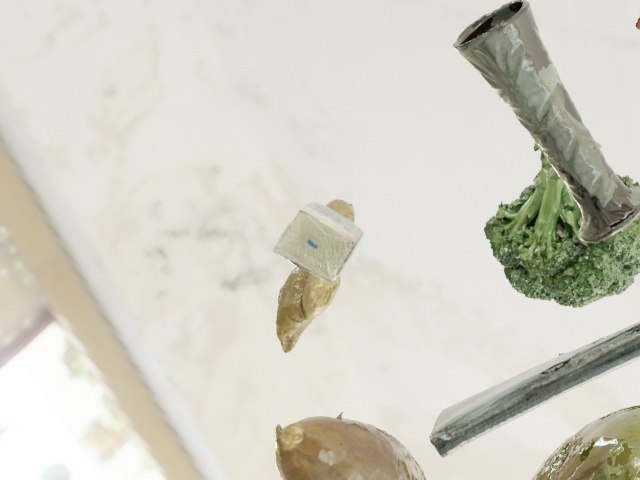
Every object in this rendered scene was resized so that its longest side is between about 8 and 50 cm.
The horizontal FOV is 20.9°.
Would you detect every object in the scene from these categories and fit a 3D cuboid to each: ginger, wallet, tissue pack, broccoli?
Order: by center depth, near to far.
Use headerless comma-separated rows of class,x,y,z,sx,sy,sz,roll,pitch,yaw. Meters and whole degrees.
tissue pack,0.000,0.000,1.766,0.074,0.059,0.094,30,9,3
wallet,0.316,0.170,2.234,0.046,0.379,0.190,63,13,2
ginger,-0.009,0.038,2.374,0.059,0.214,0.133,25,-35,-16
broccoli,0.359,-0.039,2.491,0.270,0.270,0.270,23,-45,49

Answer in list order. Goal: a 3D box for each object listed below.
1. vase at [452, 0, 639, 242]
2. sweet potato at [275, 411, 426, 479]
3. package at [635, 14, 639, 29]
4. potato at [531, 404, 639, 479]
vase,0.158,-0.080,1.178,0.167,0.059,0.059,55,-20,-14
sweet potato,0.020,0.207,1.044,0.092,0.114,0.341,39,-35,31
package,0.464,-0.238,2.035,0.200,0.022,0.083,37,-59,28
potato,0.252,0.234,1.417,0.228,0.148,0.197,-17,-104,60
